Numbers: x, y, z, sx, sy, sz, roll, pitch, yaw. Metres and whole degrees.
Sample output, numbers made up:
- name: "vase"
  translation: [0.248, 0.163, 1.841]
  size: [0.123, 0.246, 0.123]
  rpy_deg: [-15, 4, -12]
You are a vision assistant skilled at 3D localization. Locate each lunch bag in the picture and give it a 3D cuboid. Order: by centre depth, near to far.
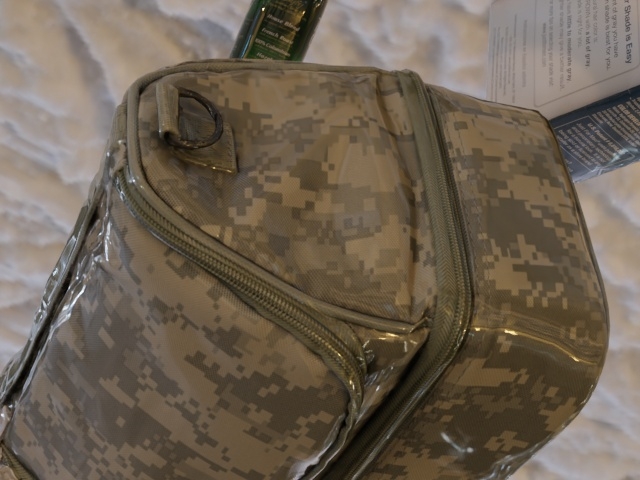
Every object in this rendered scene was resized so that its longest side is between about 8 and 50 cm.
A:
- name: "lunch bag"
  translation: [-0.032, 0.052, 0.630]
  size: [0.256, 0.213, 0.305]
  rpy_deg: [14, 138, -20]

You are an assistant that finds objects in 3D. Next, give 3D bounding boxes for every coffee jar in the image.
- name: "coffee jar"
  translation: [-0.046, -0.232, 1.229]
  size: [0.079, 0.184, 0.096]
  rpy_deg: [22, -178, -7]

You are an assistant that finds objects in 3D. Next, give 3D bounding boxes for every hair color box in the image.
- name: "hair color box"
  translation: [0.309, -0.180, 0.951]
  size: [0.347, 0.174, 0.105]
  rpy_deg: [-20, 141, 40]
